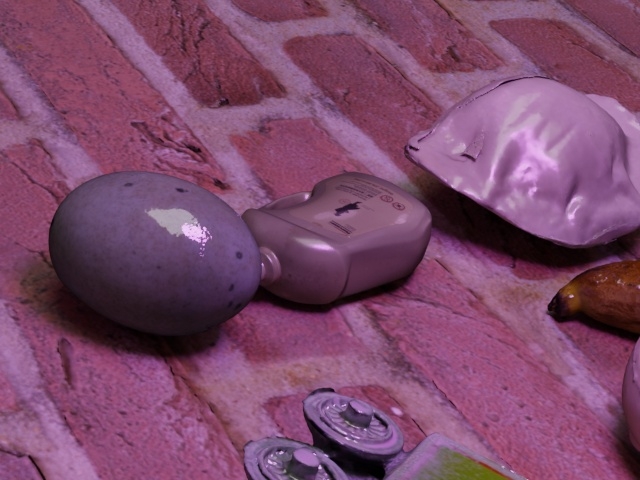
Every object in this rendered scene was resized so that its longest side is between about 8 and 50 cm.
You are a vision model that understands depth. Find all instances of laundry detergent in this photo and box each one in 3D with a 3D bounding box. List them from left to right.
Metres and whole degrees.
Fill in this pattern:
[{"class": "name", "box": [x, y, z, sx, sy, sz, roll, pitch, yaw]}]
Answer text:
[{"class": "laundry detergent", "box": [0.000, 0.000, 1.995, 0.181, 0.091, 0.253, 32, 36, 31]}]

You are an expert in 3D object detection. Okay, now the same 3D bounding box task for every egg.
[{"class": "egg", "box": [-0.176, 0.014, 1.831, 0.236, 0.169, 0.169, 20, 32, 15]}]

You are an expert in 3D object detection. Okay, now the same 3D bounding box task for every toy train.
[{"class": "toy train", "box": [0.041, 0.266, 1.484, 0.249, 0.173, 0.307, 28, 23, 15]}]

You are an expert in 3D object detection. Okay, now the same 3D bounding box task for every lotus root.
[{"class": "lotus root", "box": [0.367, 0.065, 2.031, 0.190, 0.094, 0.108, 8, -4, 2]}]

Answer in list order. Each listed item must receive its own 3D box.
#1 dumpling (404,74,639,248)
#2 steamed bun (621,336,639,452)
[{"class": "dumpling", "box": [0.291, -0.096, 2.189, 0.341, 0.181, 0.260, 9, 32, -52]}, {"class": "steamed bun", "box": [0.410, 0.173, 1.827, 0.177, 0.131, 0.228, 11, 31, 17]}]
